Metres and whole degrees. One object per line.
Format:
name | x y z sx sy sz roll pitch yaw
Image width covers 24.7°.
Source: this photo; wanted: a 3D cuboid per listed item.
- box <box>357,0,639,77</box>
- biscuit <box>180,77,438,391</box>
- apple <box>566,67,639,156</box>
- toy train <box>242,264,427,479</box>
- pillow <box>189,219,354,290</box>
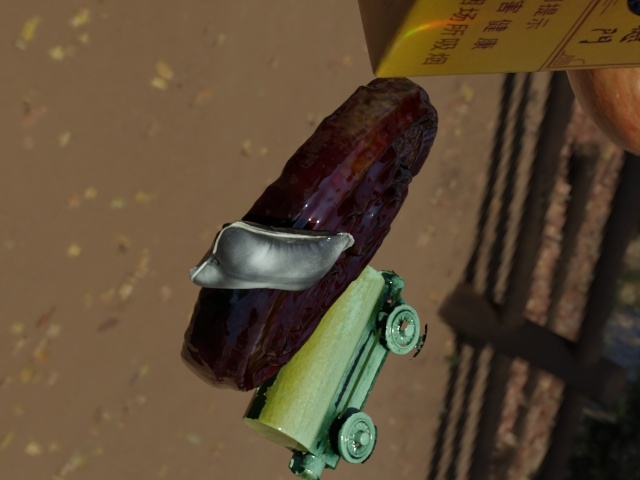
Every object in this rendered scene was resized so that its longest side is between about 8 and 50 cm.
box | 0.261 -0.243 1.154 0.415 0.116 0.264 -3 157 -17
biscuit | 0.000 0.000 1.626 0.407 0.091 0.407 -50 168 -14
apple | 0.464 -0.281 1.733 0.364 0.364 0.364 -47 152 -34
toy train | 0.022 0.156 1.903 0.189 0.126 0.307 47 62 -47
pillow | -0.045 0.017 1.332 0.135 0.055 0.091 9 116 -29
